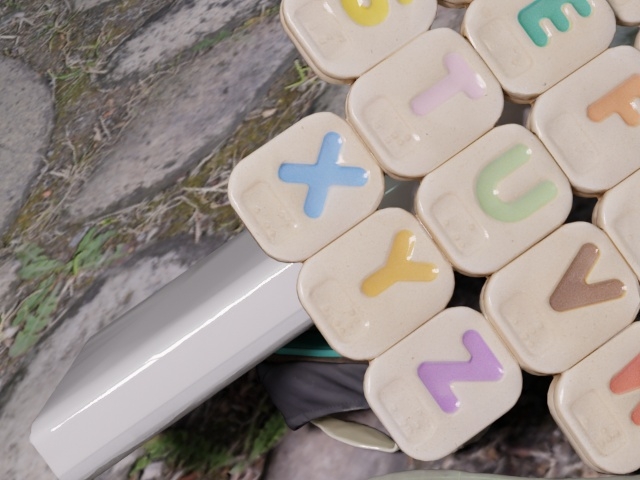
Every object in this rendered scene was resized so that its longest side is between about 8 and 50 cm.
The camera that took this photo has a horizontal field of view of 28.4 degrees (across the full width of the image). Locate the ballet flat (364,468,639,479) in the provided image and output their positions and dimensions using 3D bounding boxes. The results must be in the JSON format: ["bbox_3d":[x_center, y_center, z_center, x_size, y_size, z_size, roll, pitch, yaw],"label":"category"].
[{"bbox_3d":[0.079,0.143,0.577,0.213,0.072,0.068,-10,17,31],"label":"ballet flat"}]

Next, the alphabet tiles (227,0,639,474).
[{"bbox_3d":[0.110,-0.038,0.610,0.278,0.284,0.021,-34,-4,-10],"label":"alphabet tiles"}]

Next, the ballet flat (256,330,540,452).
[{"bbox_3d":[0.050,0.081,0.689,0.203,0.074,0.074,-7,45,40],"label":"ballet flat"}]

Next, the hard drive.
[{"bbox_3d":[0.000,0.000,0.760,0.353,0.047,0.233,-34,8,4],"label":"hard drive"}]
